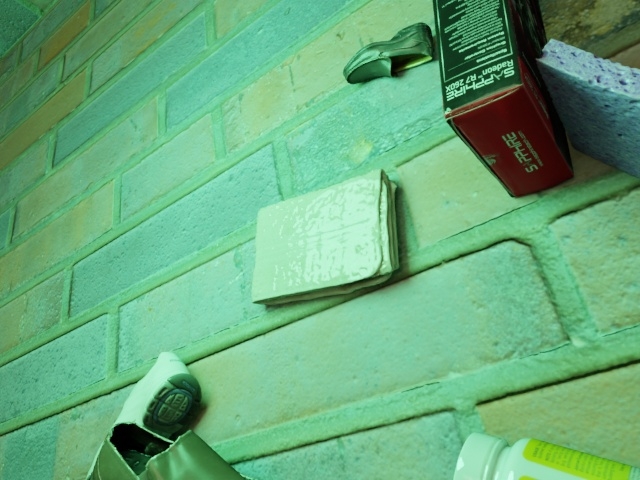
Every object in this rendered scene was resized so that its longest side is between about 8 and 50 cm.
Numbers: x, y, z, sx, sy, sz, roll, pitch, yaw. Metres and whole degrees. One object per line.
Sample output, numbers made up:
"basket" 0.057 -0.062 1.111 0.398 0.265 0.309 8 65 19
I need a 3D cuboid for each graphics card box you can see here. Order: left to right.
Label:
"graphics card box" 0.232 -0.272 0.642 0.094 0.232 0.371 -16 62 34

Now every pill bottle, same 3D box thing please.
"pill bottle" 0.247 0.269 0.485 0.208 0.119 0.119 5 74 37

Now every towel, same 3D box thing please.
"towel" 0.000 0.000 0.820 0.282 0.049 0.187 -14 63 32

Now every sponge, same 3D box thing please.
"sponge" 0.318 -0.134 0.538 0.031 0.210 0.117 -53 50 8

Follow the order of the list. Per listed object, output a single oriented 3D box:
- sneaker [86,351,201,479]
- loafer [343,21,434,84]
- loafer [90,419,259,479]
"sneaker" -0.325 0.339 0.898 0.297 0.111 0.129 -52 34 4
"loafer" 0.116 -0.313 0.854 0.170 0.062 0.061 -21 66 29
"loafer" -0.203 0.358 0.717 0.365 0.133 0.130 4 98 23
